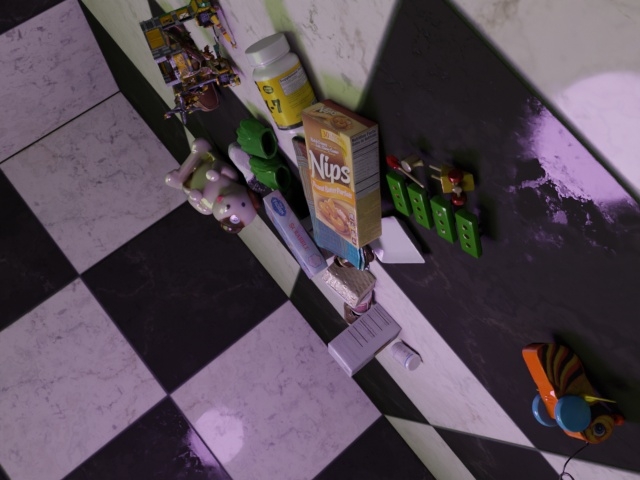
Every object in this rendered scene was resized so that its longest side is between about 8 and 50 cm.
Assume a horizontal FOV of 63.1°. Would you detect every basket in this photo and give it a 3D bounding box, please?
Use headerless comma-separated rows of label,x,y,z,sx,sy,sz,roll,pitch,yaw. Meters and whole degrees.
basket,0.102,0.135,1.822,0.167,0.113,0.103,42,157,11

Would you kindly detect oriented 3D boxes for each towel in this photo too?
towel,0.024,-0.107,1.524,0.271,0.040,0.370,31,143,51

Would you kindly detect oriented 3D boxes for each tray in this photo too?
tray,0.190,-0.004,1.416,0.145,0.030,0.270,54,165,-8

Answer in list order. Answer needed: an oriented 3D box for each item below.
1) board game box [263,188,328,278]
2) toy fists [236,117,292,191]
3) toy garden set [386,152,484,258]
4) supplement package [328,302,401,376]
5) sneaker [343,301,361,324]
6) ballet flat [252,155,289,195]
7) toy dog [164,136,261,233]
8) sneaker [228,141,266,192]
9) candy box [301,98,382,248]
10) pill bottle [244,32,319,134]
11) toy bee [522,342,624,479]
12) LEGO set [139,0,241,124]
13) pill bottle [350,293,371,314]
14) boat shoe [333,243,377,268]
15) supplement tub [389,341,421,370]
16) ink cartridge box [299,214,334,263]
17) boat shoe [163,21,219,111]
board game box,-0.093,-0.012,1.907,0.318,0.066,0.318,57,174,2
toy fists,-0.192,-0.291,1.767,0.142,0.096,0.279,22,150,34
toy garden set,0.230,-0.098,1.055,0.244,0.049,0.204,39,162,44
supplement package,0.163,0.373,1.950,0.134,0.244,0.139,48,165,19
sneaker,0.143,0.322,2.237,0.071,0.066,0.188,40,161,36
ballet flat,-0.187,-0.234,1.932,0.203,0.074,0.074,43,163,25
toy dog,-0.467,-0.210,2.431,0.408,0.284,0.395,43,176,31
sneaker,-0.285,-0.295,2.086,0.237,0.085,0.086,58,-169,-33
candy box,0.055,-0.155,1.250,0.183,0.087,0.316,38,149,41
pill bottle,-0.087,-0.368,1.229,0.119,0.119,0.208,32,154,53
toy bee,0.522,0.344,1.066,0.195,0.162,0.298,-147,48,-71
LEGO set,-0.348,-0.489,1.465,0.331,0.255,0.192,95,152,-58
pill bottle,0.149,0.222,1.950,0.086,0.086,0.152,45,163,25
boat shoe,0.106,0.052,1.667,0.095,0.095,0.257,52,165,-1
supplement tub,0.320,0.437,1.970,0.107,0.071,0.071,34,157,51
ink cartridge box,0.000,0.000,1.872,0.181,0.061,0.104,51,167,44
boat shoe,-0.454,-0.594,1.800,0.324,0.123,0.116,57,162,-24
